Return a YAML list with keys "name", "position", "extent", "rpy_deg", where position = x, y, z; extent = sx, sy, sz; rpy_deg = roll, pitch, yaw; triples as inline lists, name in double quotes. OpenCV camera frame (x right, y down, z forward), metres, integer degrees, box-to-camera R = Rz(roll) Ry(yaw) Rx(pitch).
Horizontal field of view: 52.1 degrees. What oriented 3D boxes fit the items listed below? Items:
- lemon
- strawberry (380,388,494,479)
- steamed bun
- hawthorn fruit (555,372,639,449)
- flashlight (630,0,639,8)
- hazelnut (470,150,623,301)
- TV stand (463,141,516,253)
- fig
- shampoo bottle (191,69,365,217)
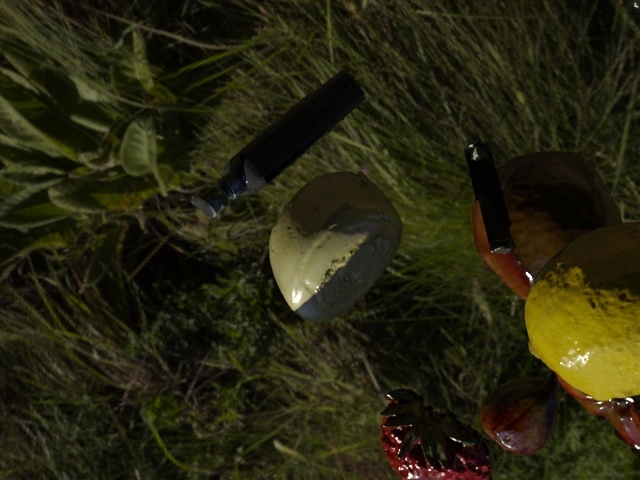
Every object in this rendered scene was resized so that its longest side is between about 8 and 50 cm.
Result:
- name: "lemon"
  position: [0.419, 0.093, 0.898]
  extent: [0.288, 0.233, 0.233]
  rpy_deg: [-29, 160, 19]
- name: "strawberry"
  position: [0.221, 0.437, 1.273]
  extent: [0.137, 0.234, 0.306]
  rpy_deg: [-51, 142, -30]
- name: "steamed bun"
  position: [0.000, 0.000, 1.171]
  extent: [0.166, 0.232, 0.273]
  rpy_deg: [24, 114, -37]
- name: "hawthorn fruit"
  position: [0.651, 0.183, 1.196]
  extent: [0.403, 0.402, 0.403]
  rpy_deg: [-24, 159, -10]
- name: "flashlight"
  position: [0.462, -0.457, 1.024]
  extent: [0.093, 0.232, 0.093]
  rpy_deg: [-20, 149, -13]
- name: "hazelnut"
  position: [0.568, -0.021, 1.684]
  extent: [0.353, 0.421, 0.421]
  rpy_deg: [-39, 165, -24]
- name: "TV stand"
  position: [0.373, -0.095, 1.444]
  extent: [0.049, 0.256, 0.040]
  rpy_deg: [8, 153, -34]
- name: "fig"
  position: [0.498, 0.375, 1.543]
  extent: [0.146, 0.170, 0.274]
  rpy_deg: [-21, 143, -55]
- name: "shampoo bottle"
  position: [-0.062, -0.139, 0.984]
  extent: [0.309, 0.071, 0.098]
  rpy_deg: [-45, -167, -26]
